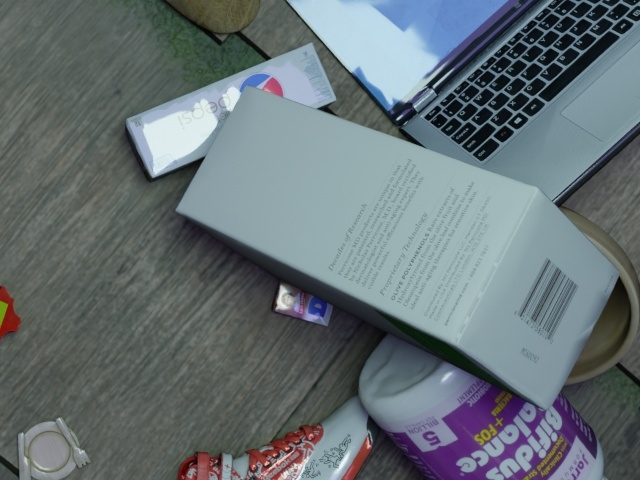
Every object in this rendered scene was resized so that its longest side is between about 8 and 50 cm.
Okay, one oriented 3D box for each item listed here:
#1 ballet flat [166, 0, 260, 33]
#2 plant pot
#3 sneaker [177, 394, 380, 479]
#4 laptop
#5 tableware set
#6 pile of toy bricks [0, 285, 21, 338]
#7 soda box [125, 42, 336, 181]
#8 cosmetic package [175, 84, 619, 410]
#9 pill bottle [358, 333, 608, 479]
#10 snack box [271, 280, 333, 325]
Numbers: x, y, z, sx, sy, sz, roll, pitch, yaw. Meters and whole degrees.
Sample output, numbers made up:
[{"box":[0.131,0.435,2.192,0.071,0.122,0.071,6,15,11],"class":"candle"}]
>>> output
[{"box":[-0.171,-0.373,1.299,0.116,0.124,0.342,-30,94,-9],"class":"ballet flat"},{"box":[0.227,0.035,1.337,0.237,0.237,0.109,34,43,-7],"class":"plant pot"},{"box":[-0.058,0.245,1.316,0.145,0.090,0.270,37,85,-9],"class":"sneaker"},{"box":[0.197,-0.287,1.287,0.382,0.408,0.236,-42,128,0],"class":"laptop"},{"box":[-0.320,0.269,1.306,0.169,0.020,0.141,-14,90,-10],"class":"tableware set"},{"box":[-0.376,0.149,1.271,0.105,0.118,0.212,30,65,-35],"class":"pile of toy bricks"},{"box":[-0.097,-0.135,1.329,0.216,0.074,0.069,-23,92,-10],"class":"soda box"},{"box":[0.065,-0.002,1.169,0.197,0.365,0.155,35,81,-47],"class":"cosmetic package"},{"box":[0.190,0.214,1.309,0.169,0.169,0.301,-44,109,-8],"class":"pill bottle"},{"box":[0.000,0.000,1.368,0.064,0.022,0.178,16,85,-9],"class":"snack box"}]
